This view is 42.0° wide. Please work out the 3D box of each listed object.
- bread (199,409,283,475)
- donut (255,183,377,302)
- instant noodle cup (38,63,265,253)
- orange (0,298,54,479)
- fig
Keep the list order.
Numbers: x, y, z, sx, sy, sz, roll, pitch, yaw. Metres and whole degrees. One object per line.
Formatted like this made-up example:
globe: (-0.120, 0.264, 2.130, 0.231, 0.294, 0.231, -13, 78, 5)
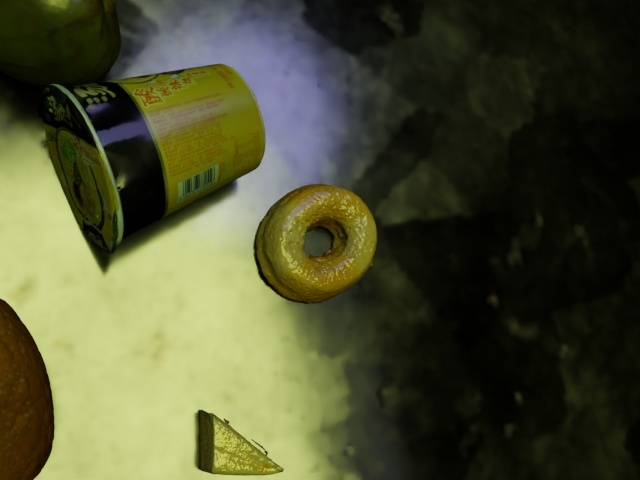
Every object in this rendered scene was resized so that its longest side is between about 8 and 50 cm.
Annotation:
bread: (-0.096, 0.259, 1.064, 0.109, 0.084, 0.080, 5, 80, -16)
donut: (0.000, 0.000, 1.157, 0.162, 0.065, 0.178, 48, 69, -4)
instant noodle cup: (-0.203, -0.122, 1.056, 0.236, 0.215, 0.216, -23, 87, -28)
orange: (-0.457, 0.169, 0.851, 0.357, 0.322, 0.322, 36, 71, -1)
fig: (-0.364, -0.284, 1.036, 0.225, 0.203, 0.203, -3, 79, 3)
